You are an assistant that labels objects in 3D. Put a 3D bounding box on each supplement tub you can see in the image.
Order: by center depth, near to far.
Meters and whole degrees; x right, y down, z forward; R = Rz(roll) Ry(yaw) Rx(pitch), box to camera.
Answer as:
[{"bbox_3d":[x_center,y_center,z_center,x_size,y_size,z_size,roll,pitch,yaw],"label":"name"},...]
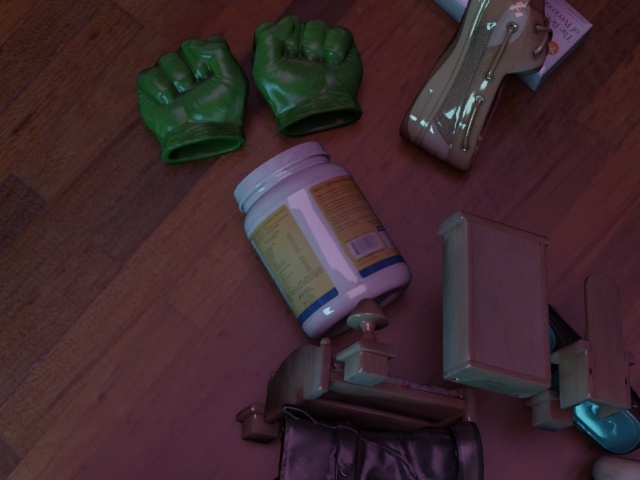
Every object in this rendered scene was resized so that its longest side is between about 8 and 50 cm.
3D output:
[{"bbox_3d":[0.000,0.000,1.496,0.144,0.144,0.200,-30,78,-6],"label":"supplement tub"}]

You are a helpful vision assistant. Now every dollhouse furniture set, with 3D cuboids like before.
[{"bbox_3d":[0.119,0.126,1.443,0.303,0.355,0.174,16,61,-25],"label":"dollhouse furniture set"}]

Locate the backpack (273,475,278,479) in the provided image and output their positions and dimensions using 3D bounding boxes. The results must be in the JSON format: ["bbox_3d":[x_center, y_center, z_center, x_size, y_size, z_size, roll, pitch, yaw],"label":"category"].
[{"bbox_3d":[-0.012,0.350,1.432,0.152,0.115,0.182,-35,82,-9],"label":"backpack"}]

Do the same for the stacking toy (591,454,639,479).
[{"bbox_3d":[0.345,0.411,1.414,0.141,0.141,0.330,11,84,4],"label":"stacking toy"}]

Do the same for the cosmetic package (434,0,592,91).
[{"bbox_3d":[0.217,-0.306,1.606,0.239,0.060,0.099,43,83,9],"label":"cosmetic package"}]

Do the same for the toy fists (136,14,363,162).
[{"bbox_3d":[-0.086,-0.196,1.569,0.279,0.096,0.142,-14,76,-1],"label":"toy fists"}]

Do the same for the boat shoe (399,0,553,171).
[{"bbox_3d":[0.220,-0.241,1.509,0.110,0.121,0.341,34,116,8],"label":"boat shoe"}]

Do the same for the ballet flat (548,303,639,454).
[{"bbox_3d":[0.268,0.136,1.488,0.280,0.096,0.095,46,115,2],"label":"ballet flat"}]

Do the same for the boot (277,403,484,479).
[{"bbox_3d":[0.055,0.303,1.363,0.229,0.091,0.263,0,88,-8],"label":"boot"}]
